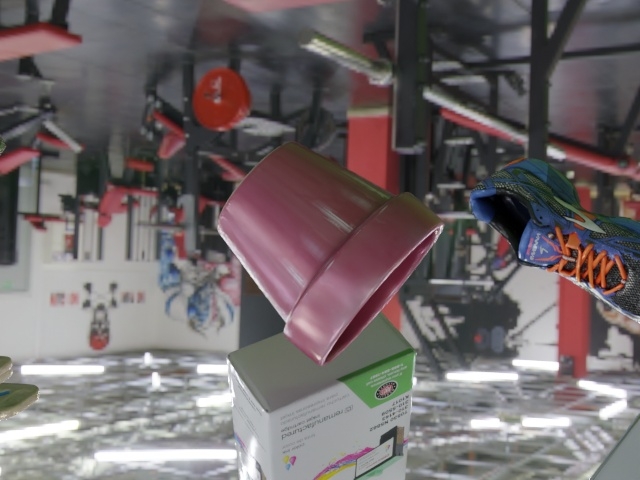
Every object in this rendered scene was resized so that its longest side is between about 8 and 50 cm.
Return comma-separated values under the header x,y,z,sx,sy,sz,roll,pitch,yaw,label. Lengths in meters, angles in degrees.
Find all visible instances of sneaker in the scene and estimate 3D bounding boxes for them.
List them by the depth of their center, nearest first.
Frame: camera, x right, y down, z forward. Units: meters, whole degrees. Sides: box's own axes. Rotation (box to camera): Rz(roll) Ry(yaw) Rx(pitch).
x,y,z,sx,sy,sz,roll,pitch,yaw,label
0.215,0.006,0.768,0.087,0.083,0.221,-15,-142,-33,sneaker

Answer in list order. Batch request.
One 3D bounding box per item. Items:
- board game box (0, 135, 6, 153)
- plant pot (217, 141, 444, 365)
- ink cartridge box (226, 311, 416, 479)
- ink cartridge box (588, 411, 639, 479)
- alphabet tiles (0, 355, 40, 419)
x,y,z,sx,sy,sz,roll,pitch,yaw,label
-0.443,-0.034,0.984,0.030,0.259,0.136,24,159,4,board game box
0.000,0.000,0.928,0.180,0.201,0.201,41,-174,11,plant pot
0.003,0.239,1.119,0.201,0.278,0.117,-20,-139,-23,ink cartridge box
0.333,0.206,0.469,0.307,0.129,0.223,40,174,-16,ink cartridge box
-0.395,0.161,0.744,0.278,0.021,0.284,-1,-163,18,alphabet tiles
